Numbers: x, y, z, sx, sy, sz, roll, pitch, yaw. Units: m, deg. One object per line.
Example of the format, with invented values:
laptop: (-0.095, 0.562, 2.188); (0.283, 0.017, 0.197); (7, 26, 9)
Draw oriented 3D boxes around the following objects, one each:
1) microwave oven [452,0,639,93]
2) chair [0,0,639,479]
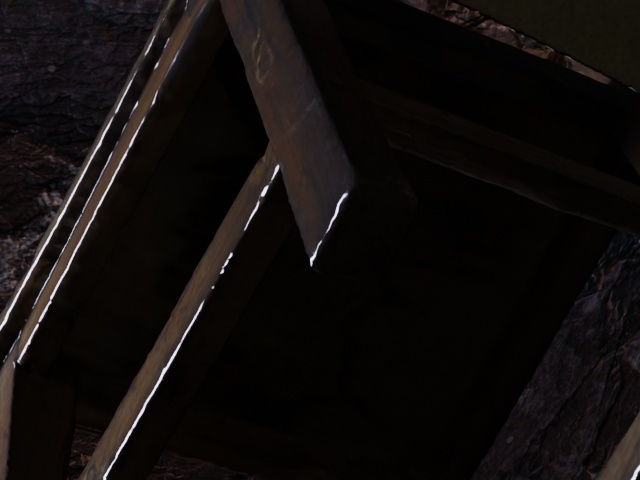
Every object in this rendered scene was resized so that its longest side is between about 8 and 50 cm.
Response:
microwave oven: (0.159, -0.218, 0.580); (0.394, 0.333, 0.247); (24, -149, -17)
chair: (0.000, 0.000, 0.680); (0.203, 0.240, 0.416); (18, -154, -19)
